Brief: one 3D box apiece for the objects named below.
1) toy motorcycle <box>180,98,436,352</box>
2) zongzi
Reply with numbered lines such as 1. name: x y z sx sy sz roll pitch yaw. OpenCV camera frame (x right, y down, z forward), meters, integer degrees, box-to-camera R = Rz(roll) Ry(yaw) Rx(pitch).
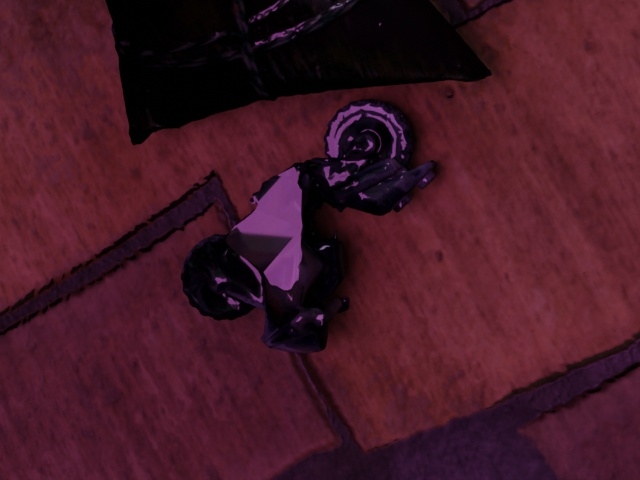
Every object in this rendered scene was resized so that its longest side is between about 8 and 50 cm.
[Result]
1. toy motorcycle: 0.000 0.000 1.551 0.270 0.106 0.159 -41 87 12
2. zongzi: -0.034 -0.250 1.464 0.362 0.319 0.383 2 120 17
